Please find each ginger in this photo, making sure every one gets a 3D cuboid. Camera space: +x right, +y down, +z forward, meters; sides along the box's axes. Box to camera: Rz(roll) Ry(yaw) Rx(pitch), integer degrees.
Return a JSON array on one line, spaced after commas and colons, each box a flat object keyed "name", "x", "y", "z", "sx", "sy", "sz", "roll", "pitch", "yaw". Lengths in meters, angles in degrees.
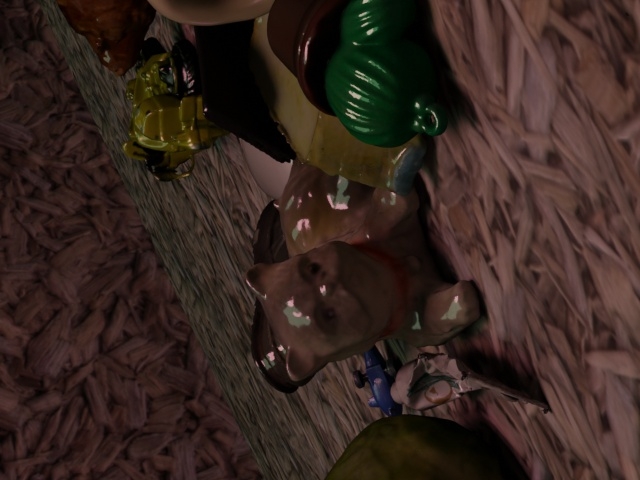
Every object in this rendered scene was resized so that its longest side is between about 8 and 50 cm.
[{"name": "ginger", "x": -0.323, "y": -0.416, "z": 2.113, "sx": 0.274, "sy": 0.152, "sz": 0.357, "roll": 90, "pitch": 161, "yaw": -71}]

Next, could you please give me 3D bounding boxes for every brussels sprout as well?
[{"name": "brussels sprout", "x": 0.115, "y": 0.302, "z": 1.475, "sx": 0.271, "sy": 0.210, "sz": 0.219, "roll": 43, "pitch": 161, "yaw": 26}]

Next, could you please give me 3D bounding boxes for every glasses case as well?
[{"name": "glasses case", "x": -0.046, "y": -0.094, "z": 1.755, "sx": 0.092, "sy": 0.059, "sz": 0.233, "roll": 70, "pitch": 166, "yaw": -12}]

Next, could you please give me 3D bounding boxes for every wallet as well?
[{"name": "wallet", "x": -0.083, "y": -0.193, "z": 1.507, "sx": 0.124, "sy": 0.025, "sz": 0.244, "roll": 28, "pitch": -139, "yaw": -39}]

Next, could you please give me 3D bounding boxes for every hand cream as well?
[{"name": "hand cream", "x": 0.128, "y": 0.138, "z": 1.407, "sx": 0.084, "sy": 0.050, "sz": 0.257, "roll": 26, "pitch": 166, "yaw": -13}]

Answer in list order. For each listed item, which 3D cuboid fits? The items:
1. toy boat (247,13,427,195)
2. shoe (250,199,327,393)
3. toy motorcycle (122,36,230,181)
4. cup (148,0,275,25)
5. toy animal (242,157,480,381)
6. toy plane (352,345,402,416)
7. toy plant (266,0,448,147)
[{"name": "toy boat", "x": 0.001, "y": -0.149, "z": 1.398, "sx": 0.276, "sy": 0.084, "sz": 0.111, "roll": 58, "pitch": 148, "yaw": 40}, {"name": "shoe", "x": 0.005, "y": 0.035, "z": 1.693, "sx": 0.109, "sy": 0.149, "sz": 0.293, "roll": 41, "pitch": -147, "yaw": -31}, {"name": "toy motorcycle", "x": -0.208, "y": -0.181, "z": 2.079, "sx": 0.342, "sy": 0.142, "sz": 0.206, "roll": -157, "pitch": 51, "yaw": -72}, {"name": "cup", "x": -0.095, "y": -0.281, "z": 1.278, "sx": 0.173, "sy": 0.202, "sz": 0.255, "roll": -99, "pitch": -8, "yaw": -58}, {"name": "toy animal", "x": 0.000, "y": 0.000, "z": 1.490, "sx": 0.308, "sy": 0.188, "sz": 0.266, "roll": 61, "pitch": 175, "yaw": 9}, {"name": "toy plane", "x": 0.061, "y": 0.134, "z": 1.743, "sx": 0.062, "sy": 0.054, "sz": 0.167, "roll": -39, "pitch": -73, "yaw": -77}, {"name": "toy plant", "x": 0.040, "y": -0.157, "z": 1.244, "sx": 0.200, "sy": 0.105, "sz": 0.143, "roll": 32, "pitch": 128, "yaw": 37}]
